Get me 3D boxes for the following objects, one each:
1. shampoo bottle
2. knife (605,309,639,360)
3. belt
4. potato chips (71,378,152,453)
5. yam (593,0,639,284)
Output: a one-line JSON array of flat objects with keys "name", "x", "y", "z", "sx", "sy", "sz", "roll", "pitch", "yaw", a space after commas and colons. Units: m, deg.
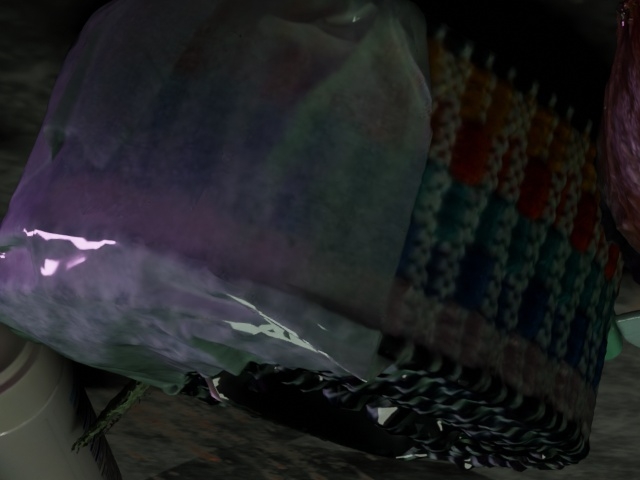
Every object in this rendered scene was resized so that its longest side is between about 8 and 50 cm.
[{"name": "shampoo bottle", "x": -0.180, "y": 0.096, "z": 0.984, "sx": 0.092, "sy": 0.092, "sz": 0.303, "roll": 3, "pitch": 152, "yaw": 5}, {"name": "knife", "x": 0.167, "y": 0.044, "z": 0.845, "sx": 0.260, "sy": 0.035, "sz": 0.063, "roll": -9, "pitch": 148, "yaw": 10}, {"name": "belt", "x": 0.000, "y": 0.000, "z": 0.658, "sx": 0.257, "sy": 0.150, "sz": 0.207, "roll": 24, "pitch": 161, "yaw": -38}, {"name": "potato chips", "x": -0.046, "y": 0.060, "z": 0.927, "sx": 0.228, "sy": 0.059, "sz": 0.167, "roll": -16, "pitch": 166, "yaw": 13}, {"name": "yam", "x": 0.149, "y": -0.071, "z": 0.477, "sx": 0.131, "sy": 0.131, "sz": 0.280, "roll": 4, "pitch": 158, "yaw": 4}]
